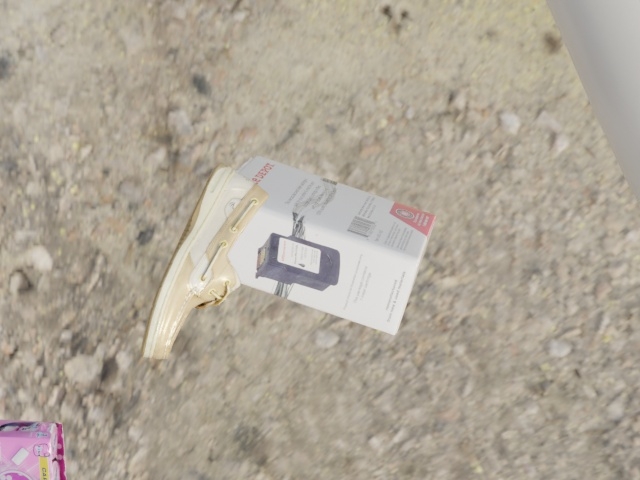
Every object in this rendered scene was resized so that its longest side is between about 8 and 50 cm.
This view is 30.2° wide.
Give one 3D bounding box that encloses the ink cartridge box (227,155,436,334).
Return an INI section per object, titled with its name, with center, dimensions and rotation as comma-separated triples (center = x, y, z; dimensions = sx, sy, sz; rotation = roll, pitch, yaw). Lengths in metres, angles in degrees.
[ink cartridge box]
center = 0.000, 0.000, 1.377
dimensions = 0.237, 0.172, 0.100
rotation = 19, 111, 6

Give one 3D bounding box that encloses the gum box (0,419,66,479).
[gum box]
center = -0.437, 0.355, 1.757
dimensions = 0.107, 0.062, 0.189
rotation = 1, 106, 5

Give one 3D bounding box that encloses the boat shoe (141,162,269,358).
[boat shoe]
center = -0.090, 0.022, 0.948
dimensions = 0.059, 0.063, 0.170
rotation = 24, 76, -5

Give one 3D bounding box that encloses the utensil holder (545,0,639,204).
[utensil holder]
center = 0.366, -0.222, 1.034
dimensions = 0.328, 0.327, 0.385
rotation = -56, 134, -24
